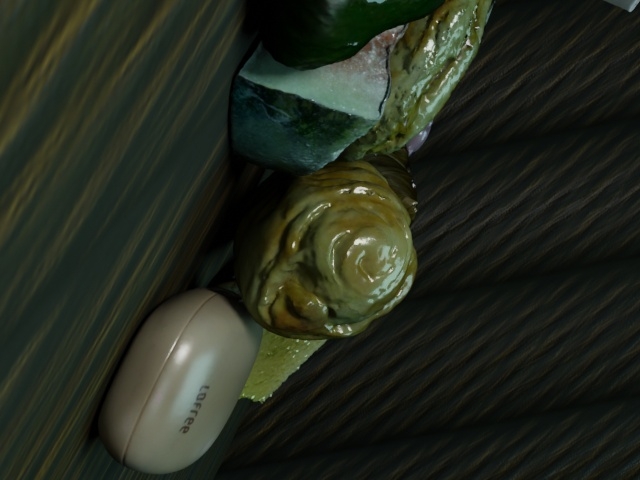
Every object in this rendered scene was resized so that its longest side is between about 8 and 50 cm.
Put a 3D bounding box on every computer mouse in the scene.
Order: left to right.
[{"bbox_3d":[-0.103,0.109,0.729,0.236,0.082,0.145,48,67,-86],"label":"computer mouse"}]

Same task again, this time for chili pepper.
[{"bbox_3d":[0.059,-0.207,0.566,0.264,0.116,0.148,-62,179,-35],"label":"chili pepper"}]

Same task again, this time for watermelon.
[{"bbox_3d":[0.017,-0.160,0.678,0.241,0.094,0.154,-66,-175,-20],"label":"watermelon"}]

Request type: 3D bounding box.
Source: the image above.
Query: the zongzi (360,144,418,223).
[{"bbox_3d":[0.025,0.013,1.073,0.288,0.134,0.286,-115,-134,-64],"label":"zongzi"}]

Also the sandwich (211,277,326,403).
[{"bbox_3d":[-0.052,0.108,0.956,0.193,0.058,0.162,-7,132,-42],"label":"sandwich"}]

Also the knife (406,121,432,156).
[{"bbox_3d":[0.035,-0.060,1.294,0.398,0.038,0.132,-47,-154,37],"label":"knife"}]

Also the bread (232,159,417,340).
[{"bbox_3d":[0.000,0.000,0.760,0.152,0.130,0.267,-34,-169,4],"label":"bread"}]

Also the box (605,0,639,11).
[{"bbox_3d":[0.236,-0.372,0.880,0.111,0.260,0.194,107,8,-75],"label":"box"}]

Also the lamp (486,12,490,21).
[{"bbox_3d":[0.093,-0.205,0.984,0.269,0.047,0.266,-40,-164,42],"label":"lamp"}]

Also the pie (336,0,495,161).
[{"bbox_3d":[0.074,-0.175,0.766,0.201,0.090,0.248,16,-103,60],"label":"pie"}]
